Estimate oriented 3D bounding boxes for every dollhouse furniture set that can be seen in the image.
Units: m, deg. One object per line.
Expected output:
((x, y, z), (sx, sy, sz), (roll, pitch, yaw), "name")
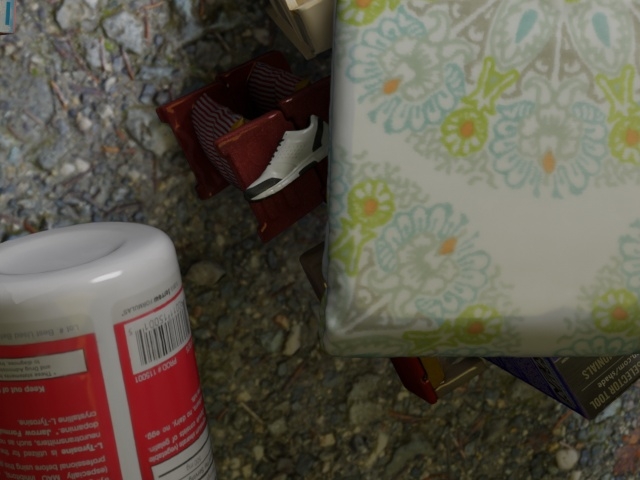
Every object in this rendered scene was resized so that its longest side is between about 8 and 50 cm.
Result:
((0.000, 0.000, 1.479), (0.152, 0.201, 0.374), (-32, 112, -13), "dollhouse furniture set")

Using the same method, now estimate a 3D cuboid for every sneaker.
((-0.032, -0.076, 1.322), (0.109, 0.040, 0.043), (-39, 97, -14), "sneaker")

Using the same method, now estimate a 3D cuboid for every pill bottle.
((-0.226, 0.203, 1.415), (0.229, 0.229, 0.407), (-14, 106, -19), "pill bottle")

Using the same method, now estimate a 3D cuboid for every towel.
((0.164, -0.079, 1.262), (0.321, 0.090, 0.374), (1, 99, -5), "towel")

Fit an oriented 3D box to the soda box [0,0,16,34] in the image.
((-0.322, -0.292, 1.361), (0.058, 0.063, 0.183), (2, 101, -23), "soda box")

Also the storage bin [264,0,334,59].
((0.059, -0.306, 1.381), (0.262, 0.260, 0.123), (-25, 114, -3), "storage bin")

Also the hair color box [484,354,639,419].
((0.246, 0.051, 1.511), (0.185, 0.339, 0.110), (-39, 113, -10), "hair color box")
